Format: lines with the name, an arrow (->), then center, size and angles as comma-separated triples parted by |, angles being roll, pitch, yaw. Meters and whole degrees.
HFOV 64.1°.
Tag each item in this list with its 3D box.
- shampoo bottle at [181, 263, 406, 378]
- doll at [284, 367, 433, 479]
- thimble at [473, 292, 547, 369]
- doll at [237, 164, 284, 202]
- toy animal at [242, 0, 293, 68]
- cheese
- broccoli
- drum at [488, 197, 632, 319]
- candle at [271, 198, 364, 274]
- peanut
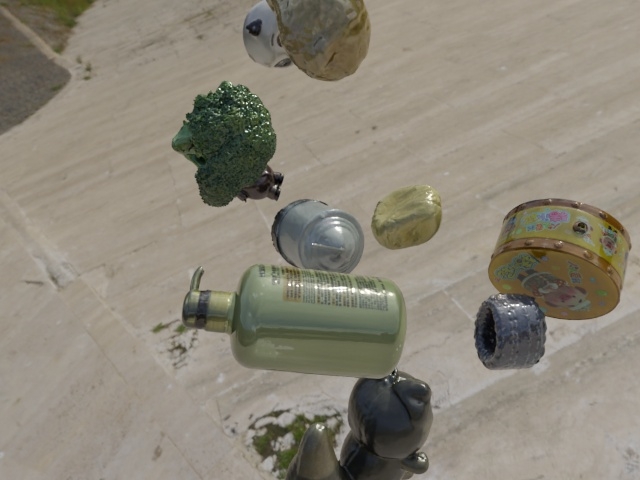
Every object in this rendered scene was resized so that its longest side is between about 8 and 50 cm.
shampoo bottle -> -0.022, 0.060, 0.386 | 0.161, 0.079, 0.079 | 7, 32, -12
doll -> 0.115, 0.468, 1.207 | 0.252, 0.383, 0.378 | 22, 29, 35
thimble -> 0.584, 0.282, 1.579 | 0.172, 0.237, 0.205 | -3, 12, -6
doll -> -0.253, -0.215, 1.700 | 0.257, 0.117, 0.182 | 13, 68, -6
toy animal -> -0.097, -0.556, 1.340 | 0.165, 0.187, 0.235 | 33, 61, 10
cheese -> 0.260, -0.079, 1.558 | 0.225, 0.117, 0.214 | -18, 36, 20
broccoli -> -0.215, -0.216, 1.139 | 0.241, 0.269, 0.262 | 13, 70, 34
drum -> 0.792, 0.068, 1.714 | 0.430, 0.431, 0.214 | 7, 56, 37
candle -> 0.000, 0.000, 1.511 | 0.221, 0.221, 0.342 | -32, 24, -15
peanut -> -0.006, -0.375, 0.782 | 0.159, 0.291, 0.143 | 0, -27, -47
